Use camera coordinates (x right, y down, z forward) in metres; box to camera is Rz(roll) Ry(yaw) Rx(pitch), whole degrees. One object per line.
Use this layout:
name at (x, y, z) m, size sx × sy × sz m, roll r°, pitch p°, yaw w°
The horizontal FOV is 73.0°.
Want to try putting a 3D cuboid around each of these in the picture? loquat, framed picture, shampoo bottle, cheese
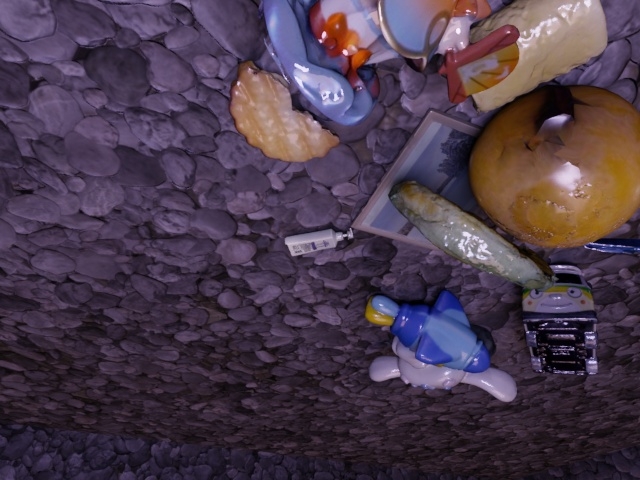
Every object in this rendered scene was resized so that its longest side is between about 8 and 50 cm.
loquat at (0.336, -0.102, 0.617) m, size 0.235 × 0.235 × 0.235 m, roll -1°, pitch 139°, yaw -1°
framed picture at (0.213, -0.092, 0.801) m, size 0.213 × 0.016 × 0.289 m, roll 14°, pitch 137°, yaw -18°
shampoo bottle at (0.000, 0.000, 0.889) m, size 0.141 × 0.034 × 0.049 m, roll -11°, pitch 132°, yaw 10°
cheese at (0.263, -0.249, 0.560) m, size 0.167 × 0.093 × 0.123 m, roll -25°, pitch 132°, yaw 25°

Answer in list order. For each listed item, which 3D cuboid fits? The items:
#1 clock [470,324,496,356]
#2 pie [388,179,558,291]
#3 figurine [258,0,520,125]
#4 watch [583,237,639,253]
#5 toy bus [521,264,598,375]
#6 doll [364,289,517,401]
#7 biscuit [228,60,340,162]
clock at (0.397, 0.313, 1.262) m, size 0.215 × 0.041 × 0.214 m, roll -1°, pitch 140°, yaw -1°
pie at (0.236, -0.009, 0.691) m, size 0.303 × 0.302 × 0.066 m, roll 24°, pitch 105°, yaw -27°
figurine at (0.149, -0.300, 0.417) m, size 0.388 × 0.248 × 0.277 m, roll -24°, pitch 138°, yaw 38°
watch at (0.513, -0.112, 0.693) m, size 0.275 × 0.068 × 0.276 m, roll 3°, pitch 100°, yaw 25°
toy bus at (0.560, 0.187, 1.015) m, size 0.143 × 0.179 × 0.305 m, roll -6°, pitch 142°, yaw 29°
doll at (0.275, 0.277, 1.081) m, size 0.376 × 0.187 × 0.365 m, roll -13°, pitch 129°, yaw 13°
biscuit at (-0.065, -0.185, 0.651) m, size 0.118 × 0.061 × 0.183 m, roll -31°, pitch 130°, yaw 32°
